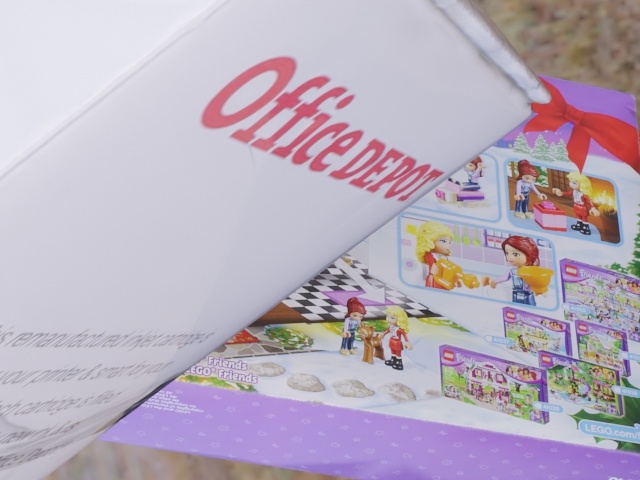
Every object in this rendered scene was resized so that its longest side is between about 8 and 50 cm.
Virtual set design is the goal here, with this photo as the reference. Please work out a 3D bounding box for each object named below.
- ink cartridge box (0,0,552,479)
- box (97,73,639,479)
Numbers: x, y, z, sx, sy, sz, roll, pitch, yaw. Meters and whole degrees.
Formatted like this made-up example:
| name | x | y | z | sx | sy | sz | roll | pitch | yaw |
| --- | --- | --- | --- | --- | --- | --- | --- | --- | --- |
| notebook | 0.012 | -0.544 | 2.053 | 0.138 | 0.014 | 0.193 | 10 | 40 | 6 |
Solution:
| name | x | y | z | sx | sy | sz | roll | pitch | yaw |
| --- | --- | --- | --- | --- | --- | --- | --- | --- | --- |
| ink cartridge box | -0.153 | 0.000 | 0.492 | 0.166 | 0.395 | 0.285 | 55 | -171 | 11 |
| box | 0.000 | 0.000 | 0.741 | 0.057 | 0.293 | 0.201 | 115 | 162 | -50 |
